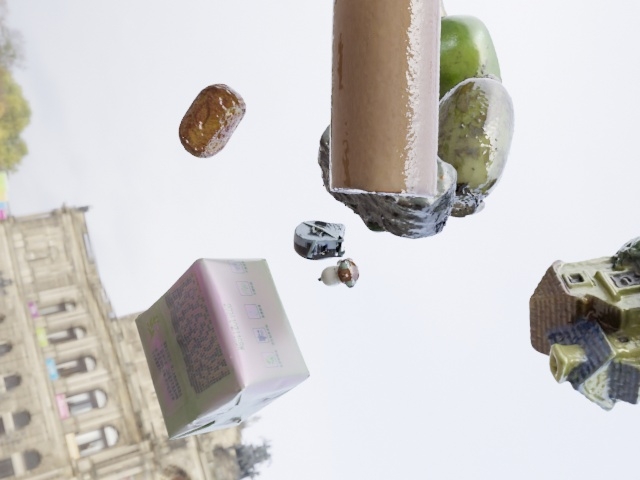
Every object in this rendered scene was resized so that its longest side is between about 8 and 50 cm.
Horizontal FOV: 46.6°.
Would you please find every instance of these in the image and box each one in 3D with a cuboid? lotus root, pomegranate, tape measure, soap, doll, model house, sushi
[{"bbox_3d":[0.275,-0.197,1.389,0.173,0.173,0.309,-43,-154,59],"label":"lotus root"},{"bbox_3d":[0.269,-0.415,1.773,0.310,0.216,0.359,104,-37,-78],"label":"pomegranate"},{"bbox_3d":[-0.002,0.000,1.329,0.091,0.094,0.054,-86,180,-60],"label":"tape measure"},{"bbox_3d":[-0.140,0.147,1.035,0.182,0.138,0.199,-41,-120,35],"label":"soap"},{"bbox_3d":[0.034,0.044,1.037,0.058,0.085,0.040,-11,-87,30],"label":"doll"},{"bbox_3d":[0.557,0.157,1.440,0.321,0.266,0.261,-97,177,-58],"label":"model house"},{"bbox_3d":[0.097,-0.093,1.112,0.225,0.124,0.127,35,-28,25],"label":"sushi"}]

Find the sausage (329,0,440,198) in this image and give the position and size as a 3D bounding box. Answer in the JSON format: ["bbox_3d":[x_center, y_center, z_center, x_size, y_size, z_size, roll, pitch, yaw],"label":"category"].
[{"bbox_3d":[0.070,-0.173,0.809,0.123,0.123,0.253,11,-78,61],"label":"sausage"}]

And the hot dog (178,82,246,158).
[{"bbox_3d":[-0.203,-0.223,1.394,0.147,0.099,0.065,-57,-157,10],"label":"hot dog"}]
